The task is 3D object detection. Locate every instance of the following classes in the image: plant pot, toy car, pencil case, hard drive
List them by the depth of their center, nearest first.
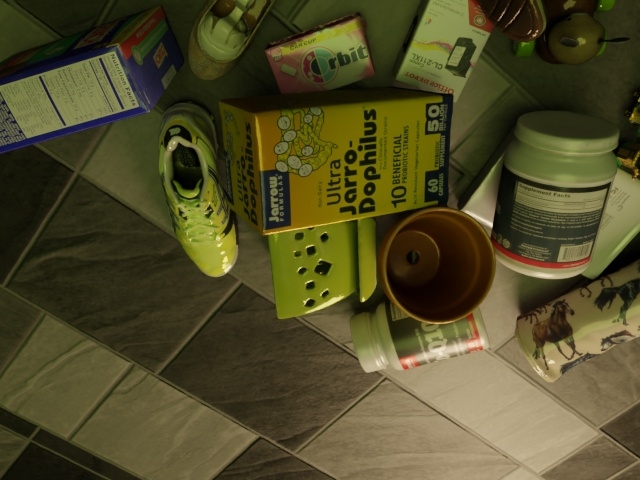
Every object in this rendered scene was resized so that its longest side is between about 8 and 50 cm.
[{"bbox_3d":[0.428,-0.358,0.963,0.155,0.188,0.148,-1,120,2],"label":"toy car"},{"bbox_3d":[0.195,0.040,1.089,0.205,0.188,0.204,0,93,-8],"label":"plant pot"},{"bbox_3d":[0.000,0.000,1.170,0.207,0.227,0.228,-6,119,-2],"label":"plant pot"},{"bbox_3d":[0.499,-0.082,1.198,0.353,0.047,0.233,25,117,-12],"label":"hard drive"},{"bbox_3d":[0.643,0.164,1.268,0.411,0.159,0.183,-30,135,18],"label":"pencil case"}]

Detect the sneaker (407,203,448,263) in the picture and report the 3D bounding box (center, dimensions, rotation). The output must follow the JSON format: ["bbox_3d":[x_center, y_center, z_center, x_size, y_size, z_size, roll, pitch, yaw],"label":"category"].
[{"bbox_3d":[0.216,0.005,1.246,0.083,0.118,0.221,6,90,-9],"label":"sneaker"}]

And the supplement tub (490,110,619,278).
[{"bbox_3d":[0.427,-0.084,1.063,0.191,0.191,0.272,1,119,1],"label":"supplement tub"}]

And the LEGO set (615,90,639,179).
[{"bbox_3d":[0.739,-0.169,1.036,0.332,0.192,0.254,25,106,-10],"label":"LEGO set"}]

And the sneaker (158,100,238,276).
[{"bbox_3d":[-0.262,-0.079,1.172,0.145,0.147,0.384,-7,120,4],"label":"sneaker"}]

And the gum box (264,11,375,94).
[{"bbox_3d":[0.006,-0.337,1.063,0.189,0.062,0.107,-16,118,11],"label":"gum box"}]

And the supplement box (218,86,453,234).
[{"bbox_3d":[0.027,-0.153,0.999,0.357,0.195,0.194,-11,112,-23],"label":"supplement box"}]

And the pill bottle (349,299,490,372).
[{"bbox_3d":[0.222,0.201,1.303,0.284,0.161,0.161,-18,117,12],"label":"pill bottle"}]

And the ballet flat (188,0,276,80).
[{"bbox_3d":[-0.145,-0.406,1.005,0.108,0.106,0.316,33,116,-15],"label":"ballet flat"}]

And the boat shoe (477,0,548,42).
[{"bbox_3d":[0.295,-0.447,0.938,0.257,0.095,0.095,55,150,-2],"label":"boat shoe"}]

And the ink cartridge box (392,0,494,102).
[{"bbox_3d":[0.223,-0.356,1.038,0.128,0.072,0.175,18,118,-9],"label":"ink cartridge box"}]

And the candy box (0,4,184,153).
[{"bbox_3d":[-0.425,-0.279,0.995,0.318,0.268,0.122,-13,122,8],"label":"candy box"}]
